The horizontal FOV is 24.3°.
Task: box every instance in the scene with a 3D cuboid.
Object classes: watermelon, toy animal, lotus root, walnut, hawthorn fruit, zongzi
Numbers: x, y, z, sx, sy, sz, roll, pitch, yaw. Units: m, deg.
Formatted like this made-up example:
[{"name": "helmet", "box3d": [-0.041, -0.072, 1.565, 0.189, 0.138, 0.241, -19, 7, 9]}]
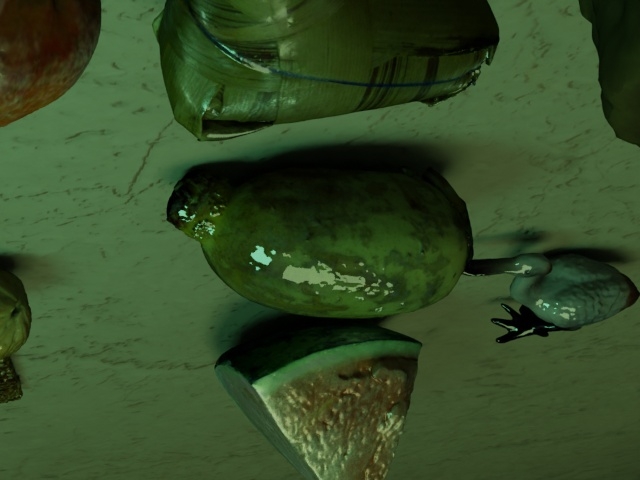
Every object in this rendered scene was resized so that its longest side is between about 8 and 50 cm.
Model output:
[{"name": "watermelon", "box3d": [0.022, 0.192, 1.896, 0.222, 0.319, 0.292, -39, -158, -7]}, {"name": "toy animal", "box3d": [0.293, 0.065, 1.829, 0.195, 0.090, 0.324, -16, 161, 10]}, {"name": "lotus root", "box3d": [0.000, 0.000, 1.432, 0.309, 0.173, 0.173, 5, 155, -21]}, {"name": "walnut", "box3d": [-0.346, 0.076, 1.504, 0.105, 0.105, 0.124, 8, 167, -42]}, {"name": "hawthorn fruit", "box3d": [-0.227, -0.142, 0.905, 0.173, 0.172, 0.173, -10, 159, -4]}, {"name": "zongzi", "box3d": [0.028, -0.187, 0.998, 0.260, 0.123, 0.289, -9, 156, -20]}]

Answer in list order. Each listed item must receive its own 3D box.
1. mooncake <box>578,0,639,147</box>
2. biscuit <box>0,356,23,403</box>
[{"name": "mooncake", "box3d": [0.348, -0.191, 1.061, 0.324, 0.187, 0.324, -9, 158, -4]}, {"name": "biscuit", "box3d": [-0.434, 0.165, 1.784, 0.131, 0.026, 0.237, -10, 160, -8]}]
